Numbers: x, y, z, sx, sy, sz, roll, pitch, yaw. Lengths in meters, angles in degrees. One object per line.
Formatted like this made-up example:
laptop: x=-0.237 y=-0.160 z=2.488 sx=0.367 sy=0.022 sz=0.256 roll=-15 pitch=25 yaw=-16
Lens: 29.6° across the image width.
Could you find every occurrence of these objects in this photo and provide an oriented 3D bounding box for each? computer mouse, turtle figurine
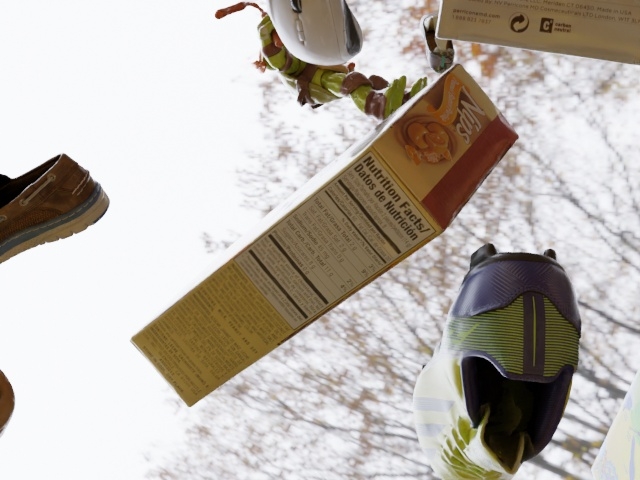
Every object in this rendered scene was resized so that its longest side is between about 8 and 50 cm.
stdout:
computer mouse: x=-0.012 y=-0.190 z=0.979 sx=0.193 sy=0.106 sz=0.042 roll=59 pitch=-135 yaw=-60
turtle figurine: x=0.001 y=-0.191 z=1.391 sx=0.269 sy=0.217 sz=0.087 roll=17 pitch=-84 yaw=-65

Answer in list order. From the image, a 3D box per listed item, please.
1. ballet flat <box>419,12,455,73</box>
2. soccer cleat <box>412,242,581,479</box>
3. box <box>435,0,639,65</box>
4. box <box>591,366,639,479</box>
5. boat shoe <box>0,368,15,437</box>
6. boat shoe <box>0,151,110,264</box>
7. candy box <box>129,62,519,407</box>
ballet flat: x=0.149 y=-0.260 z=1.525 sx=0.041 sy=0.041 sz=0.114 roll=21 pitch=-138 yaw=-27
soccer cleat: x=0.115 y=0.121 z=0.840 sx=0.093 sy=0.289 sz=0.121 roll=4 pitch=-127 yaw=0
box: x=0.202 y=-0.244 z=0.994 sx=0.181 sy=0.119 sz=0.182 roll=10 pitch=-76 yaw=14
box: x=0.401 y=0.234 z=1.086 sx=0.177 sy=0.290 sz=0.279 roll=2 pitch=-48 yaw=-12
boat shoe: x=-0.332 y=0.044 z=0.648 sx=0.341 sy=0.110 sz=0.121 roll=21 pitch=-129 yaw=-20
boat shoe: x=-0.261 y=-0.022 z=0.965 sx=0.183 sy=0.066 sz=0.066 roll=-23 pitch=-60 yaw=10
candy box: x=0.000 y=0.000 z=1.000 sx=0.087 sy=0.316 sz=0.183 roll=49 pitch=-143 yaw=-4
